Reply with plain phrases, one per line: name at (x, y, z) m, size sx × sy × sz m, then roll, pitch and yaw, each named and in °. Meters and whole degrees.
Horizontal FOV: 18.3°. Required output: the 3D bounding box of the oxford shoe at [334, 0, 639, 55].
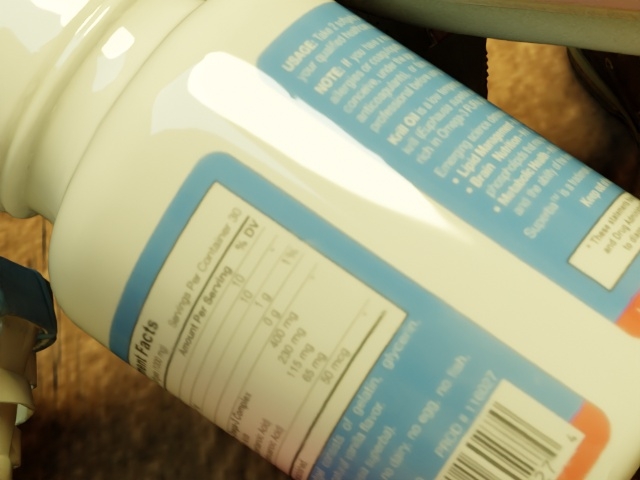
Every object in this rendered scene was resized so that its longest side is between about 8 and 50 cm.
oxford shoe at (0.170, -0.079, 0.587) m, size 0.397 × 0.146 × 0.140 m, roll 5°, pitch 57°, yaw 16°

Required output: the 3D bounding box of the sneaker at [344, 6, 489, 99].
sneaker at (-0.051, -0.086, 0.732) m, size 0.162 × 0.106 × 0.281 m, roll -3°, pitch 30°, yaw -17°

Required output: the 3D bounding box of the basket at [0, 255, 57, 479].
basket at (-0.222, 0.017, 0.666) m, size 0.255 × 0.201 × 0.289 m, roll -5°, pitch 78°, yaw 22°

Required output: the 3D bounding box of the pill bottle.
pill bottle at (0.000, 0.000, 0.579) m, size 0.221 × 0.124 × 0.124 m, roll 35°, pitch 67°, yaw 9°

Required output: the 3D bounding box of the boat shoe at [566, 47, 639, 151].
boat shoe at (0.131, -0.057, 0.680) m, size 0.064 × 0.060 × 0.178 m, roll -32°, pitch 43°, yaw -3°
